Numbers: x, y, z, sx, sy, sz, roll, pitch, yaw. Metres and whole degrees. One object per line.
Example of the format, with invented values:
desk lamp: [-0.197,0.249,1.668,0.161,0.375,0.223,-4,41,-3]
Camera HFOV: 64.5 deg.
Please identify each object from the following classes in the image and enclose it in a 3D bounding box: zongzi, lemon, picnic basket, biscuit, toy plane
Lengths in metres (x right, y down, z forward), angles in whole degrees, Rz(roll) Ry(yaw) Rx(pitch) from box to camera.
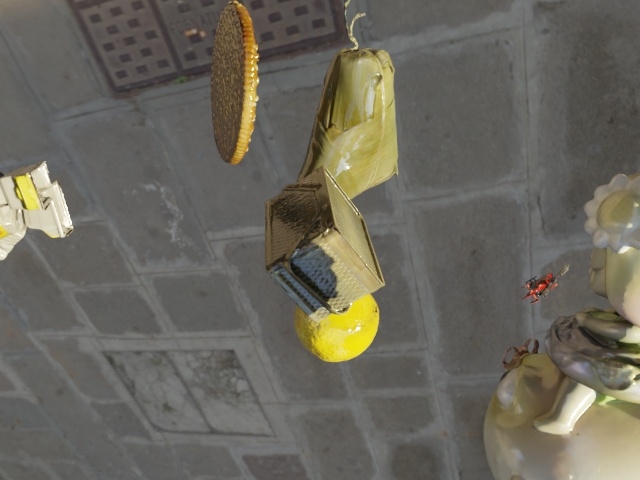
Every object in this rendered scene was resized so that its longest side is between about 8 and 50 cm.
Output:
zongzi: [0.030,-0.263,1.135,0.181,0.418,0.447,27,144,34]
lemon: [0.041,0.214,1.382,0.228,0.229,0.253,19,153,0]
picnic basket: [0.000,0.000,0.925,0.139,0.267,0.165,-32,121,14]
biscuit: [-0.168,-0.298,0.983,0.038,0.305,0.305,-3,131,-23]
toy plane: [0.412,0.085,0.943,0.060,0.145,0.037,-39,75,48]

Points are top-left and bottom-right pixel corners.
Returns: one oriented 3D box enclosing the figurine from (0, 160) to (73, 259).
figurine: [-0.610,-0.053,0.892,0.308,0.143,0.309,-8,136,-8]

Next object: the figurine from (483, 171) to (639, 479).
figurine: [0.302,0.112,0.459,0.274,0.226,0.395,23,116,47]
